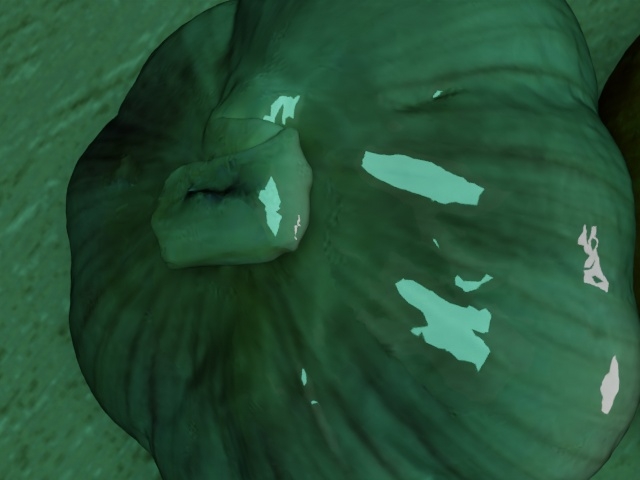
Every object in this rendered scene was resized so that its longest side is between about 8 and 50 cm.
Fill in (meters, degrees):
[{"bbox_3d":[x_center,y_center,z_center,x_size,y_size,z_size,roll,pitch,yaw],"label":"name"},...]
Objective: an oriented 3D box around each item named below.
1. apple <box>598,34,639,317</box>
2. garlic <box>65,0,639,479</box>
[{"bbox_3d":[0.285,-0.036,0.563,0.309,0.250,0.277,-36,73,-12],"label":"apple"},{"bbox_3d":[0.008,0.005,0.556,0.241,0.322,0.321,20,82,-31],"label":"garlic"}]
